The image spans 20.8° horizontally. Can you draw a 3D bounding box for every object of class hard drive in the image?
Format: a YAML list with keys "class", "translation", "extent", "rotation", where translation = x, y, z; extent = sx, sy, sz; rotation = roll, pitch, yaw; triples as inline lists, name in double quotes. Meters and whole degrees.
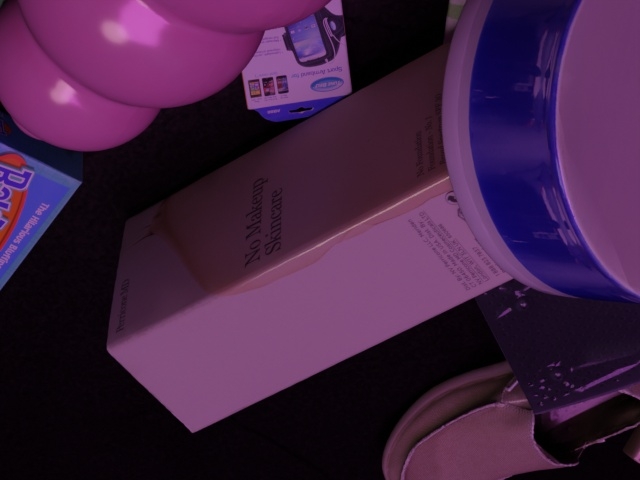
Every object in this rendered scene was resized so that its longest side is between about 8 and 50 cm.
- class: "hard drive"
  translation: [0.260, 0.031, 1.397]
  extent: [0.255, 0.054, 0.172]
  rotation: [-23, 125, 11]

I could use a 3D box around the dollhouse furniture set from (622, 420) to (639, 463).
- class: "dollhouse furniture set"
  translation: [0.333, 0.170, 1.544]
  extent: [0.151, 0.123, 0.144]
  rotation: [29, 93, -17]

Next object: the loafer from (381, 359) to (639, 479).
- class: "loafer"
  translation: [0.171, 0.158, 1.507]
  extent: [0.268, 0.092, 0.102]
  rotation: [-33, 123, 16]

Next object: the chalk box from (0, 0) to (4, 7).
- class: "chalk box"
  translation: [-0.249, -0.267, 1.072]
  extent: [0.180, 0.179, 0.289]
  rotation: [19, 122, -20]

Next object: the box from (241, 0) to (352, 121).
- class: "box"
  translation: [-0.022, -0.151, 1.288]
  extent: [0.081, 0.028, 0.136]
  rotation: [-8, 130, -1]

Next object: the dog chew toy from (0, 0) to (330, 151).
- class: "dog chew toy"
  translation: [-0.106, -0.183, 1.151]
  extent: [0.207, 0.206, 0.332]
  rotation: [27, 127, -25]

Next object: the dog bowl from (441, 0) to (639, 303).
- class: "dog bowl"
  translation: [0.212, -0.089, 1.181]
  extent: [0.265, 0.104, 0.264]
  rotation: [-4, 97, -39]

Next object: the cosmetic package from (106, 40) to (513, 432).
- class: "cosmetic package"
  translation: [0.000, 0.000, 1.301]
  extent: [0.309, 0.160, 0.113]
  rotation: [-27, 125, 21]

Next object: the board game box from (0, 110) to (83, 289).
- class: "board game box"
  translation: [-0.310, -0.046, 1.317]
  extent: [0.210, 0.047, 0.160]
  rotation: [26, 120, -25]

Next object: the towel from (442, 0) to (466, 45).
- class: "towel"
  translation: [0.211, -0.100, 1.350]
  extent: [0.248, 0.038, 0.324]
  rotation: [0, 127, -7]
